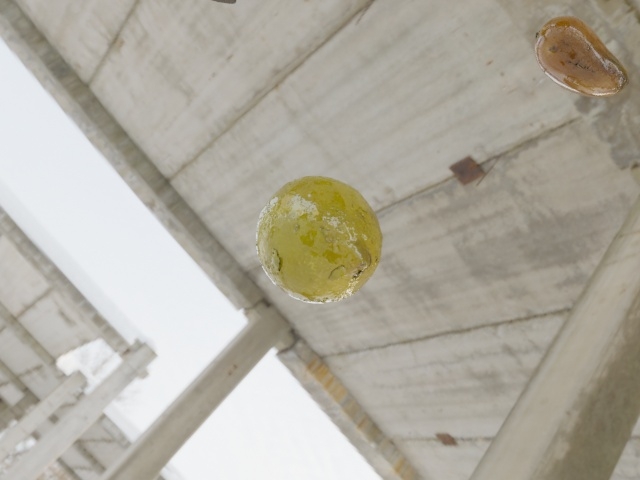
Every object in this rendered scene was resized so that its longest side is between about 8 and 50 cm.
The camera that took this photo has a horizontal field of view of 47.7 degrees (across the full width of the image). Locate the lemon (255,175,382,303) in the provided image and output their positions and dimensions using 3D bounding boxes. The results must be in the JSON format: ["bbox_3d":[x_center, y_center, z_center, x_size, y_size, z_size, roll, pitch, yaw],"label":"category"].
[{"bbox_3d":[0.000,0.000,0.997,0.206,0.173,0.174,40,-23,56],"label":"lemon"}]

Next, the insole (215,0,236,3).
[{"bbox_3d":[-0.196,-0.399,1.136,0.134,0.002,0.045,16,-22,0],"label":"insole"}]

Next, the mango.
[{"bbox_3d":[0.404,-0.279,1.146,0.159,0.084,0.105,48,-26,0],"label":"mango"}]
